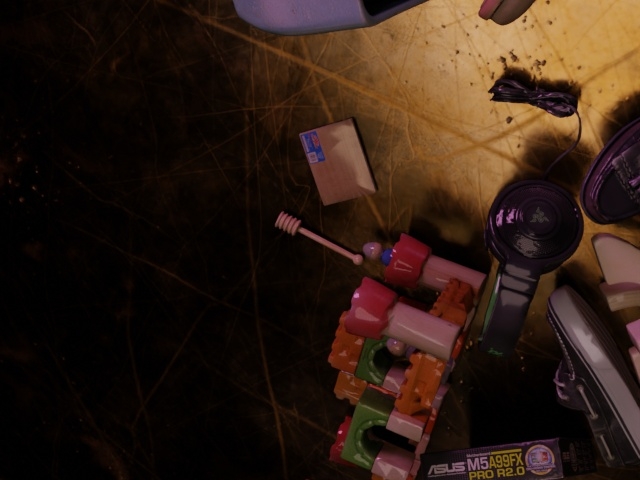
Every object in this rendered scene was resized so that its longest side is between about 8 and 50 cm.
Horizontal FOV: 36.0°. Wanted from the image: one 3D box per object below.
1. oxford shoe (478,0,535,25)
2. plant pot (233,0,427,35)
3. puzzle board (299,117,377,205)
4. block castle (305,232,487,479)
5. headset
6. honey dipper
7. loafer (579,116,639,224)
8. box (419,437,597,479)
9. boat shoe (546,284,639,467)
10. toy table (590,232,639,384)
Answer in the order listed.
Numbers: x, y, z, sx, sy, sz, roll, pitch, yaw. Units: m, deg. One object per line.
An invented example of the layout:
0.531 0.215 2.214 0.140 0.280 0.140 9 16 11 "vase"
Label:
0.382 -0.405 1.304 0.146 0.140 0.397 44 120 -9 "oxford shoe"
-0.007 -0.420 1.383 0.252 0.248 0.247 -5 110 38 "plant pot"
0.029 -0.127 1.607 0.096 0.011 0.128 -13 105 25 "puzzle board"
0.085 0.234 1.567 0.213 0.303 0.453 21 115 13 "block castle"
0.282 -0.029 1.441 0.185 0.243 0.394 18 94 8 "headset"
0.000 0.000 1.660 0.161 0.030 0.030 28 117 3 "honey dipper"
0.481 -0.131 1.320 0.302 0.095 0.109 -38 100 -5 "loafer"
0.304 0.354 1.562 0.216 0.270 0.060 -13 74 24 "box"
0.424 0.229 1.545 0.119 0.121 0.335 -27 102 22 "boat shoe"
0.504 0.089 1.409 0.161 0.252 0.274 -21 92 9 "toy table"
